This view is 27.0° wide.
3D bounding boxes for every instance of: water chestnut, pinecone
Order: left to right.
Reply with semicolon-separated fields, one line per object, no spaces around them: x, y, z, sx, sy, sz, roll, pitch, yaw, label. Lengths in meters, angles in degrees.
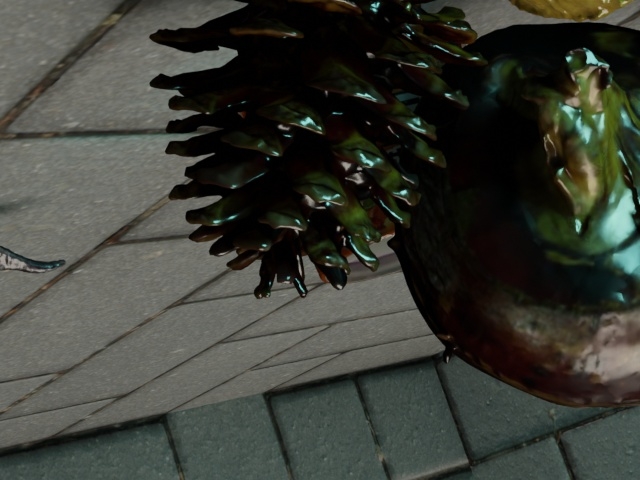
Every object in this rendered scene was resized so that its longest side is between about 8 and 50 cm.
-0.007;-0.099;0.971;0.246;0.292;0.246;11;180;0;pinecone
0.212;-0.040;1.054;0.335;0.335;0.347;-17;150;-10;water chestnut

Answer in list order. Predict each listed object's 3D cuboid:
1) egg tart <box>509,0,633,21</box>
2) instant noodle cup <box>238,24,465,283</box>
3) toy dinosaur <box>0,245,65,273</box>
0.124;-0.244;0.787;0.147;0.202;0.202;11;150;-41;egg tart
0.059;-0.078;1.332;0.250;0.192;0.250;-18;167;-4;instant noodle cup
-0.421;0.031;1.361;0.294;0.077;0.162;-10;164;-33;toy dinosaur
